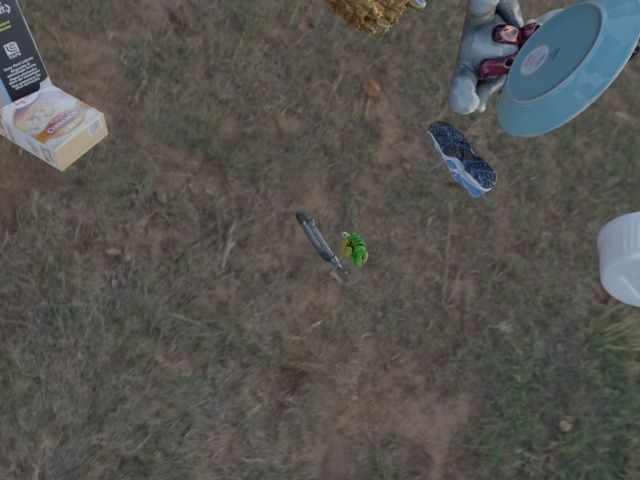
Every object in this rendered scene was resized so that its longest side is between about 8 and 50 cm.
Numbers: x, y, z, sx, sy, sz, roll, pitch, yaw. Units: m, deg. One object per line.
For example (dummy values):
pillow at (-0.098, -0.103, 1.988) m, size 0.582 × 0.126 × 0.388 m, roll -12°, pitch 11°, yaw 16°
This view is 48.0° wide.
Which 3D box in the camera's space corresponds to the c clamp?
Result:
c clamp at (0.000, 0.000, 1.587) m, size 0.022 × 0.137 × 0.160 m, roll -36°, pitch 100°, yaw -11°

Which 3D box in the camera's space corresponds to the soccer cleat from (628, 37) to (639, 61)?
soccer cleat at (0.451, -0.275, 1.181) m, size 0.060 × 0.179 × 0.072 m, roll 36°, pitch 39°, yaw -30°

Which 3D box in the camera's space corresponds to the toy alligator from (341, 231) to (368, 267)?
toy alligator at (0.088, 0.006, 1.842) m, size 0.056 × 0.051 × 0.189 m, roll 19°, pitch 23°, yaw -17°

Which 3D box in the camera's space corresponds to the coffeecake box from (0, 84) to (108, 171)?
coffeecake box at (-0.582, -0.252, 1.551) m, size 0.186 × 0.068 × 0.142 m, roll 29°, pitch 56°, yaw 16°

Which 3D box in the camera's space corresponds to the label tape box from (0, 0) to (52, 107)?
label tape box at (-0.668, -0.382, 1.282) m, size 0.249 × 0.347 × 0.115 m, roll -31°, pitch 60°, yaw -19°

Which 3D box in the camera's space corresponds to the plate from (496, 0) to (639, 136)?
plate at (0.255, -0.195, 0.768) m, size 0.024 × 0.188 × 0.188 m, roll 31°, pitch 62°, yaw -23°

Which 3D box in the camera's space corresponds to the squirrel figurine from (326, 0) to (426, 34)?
squirrel figurine at (0.070, -0.568, 1.421) m, size 0.281 × 0.370 × 0.396 m, roll 1°, pitch 57°, yaw 21°

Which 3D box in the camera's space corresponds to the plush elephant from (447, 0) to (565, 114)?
plush elephant at (0.422, -0.392, 1.523) m, size 0.256 × 0.330 × 0.271 m, roll 12°, pitch 105°, yaw 9°

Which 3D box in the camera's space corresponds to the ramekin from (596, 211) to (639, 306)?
ramekin at (0.860, 0.059, 1.860) m, size 0.277 × 0.277 × 0.135 m, roll 25°, pitch 57°, yaw -11°

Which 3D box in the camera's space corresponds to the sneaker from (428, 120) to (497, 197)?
sneaker at (0.315, -0.186, 1.662) m, size 0.080 × 0.081 × 0.211 m, roll -27°, pitch 72°, yaw -23°
